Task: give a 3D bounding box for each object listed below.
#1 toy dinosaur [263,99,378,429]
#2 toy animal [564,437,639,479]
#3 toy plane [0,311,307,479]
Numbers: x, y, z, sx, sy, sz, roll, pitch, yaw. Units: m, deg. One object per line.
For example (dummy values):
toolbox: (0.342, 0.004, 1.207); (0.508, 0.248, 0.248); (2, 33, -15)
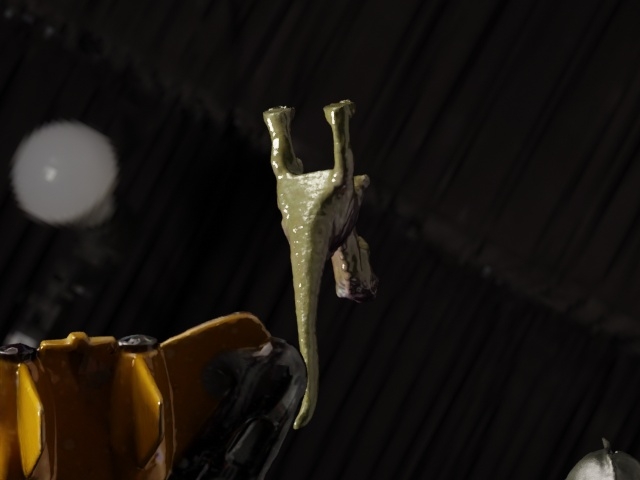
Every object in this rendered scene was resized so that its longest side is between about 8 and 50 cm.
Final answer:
toy dinosaur: (0.005, -0.001, 1.263); (0.072, 0.200, 0.251); (-8, -167, 3)
toy animal: (0.230, 0.286, 1.403); (0.114, 0.245, 0.146); (-11, 168, -5)
toy plane: (-0.109, 0.190, 0.798); (0.204, 0.316, 0.103); (-3, -158, -16)
